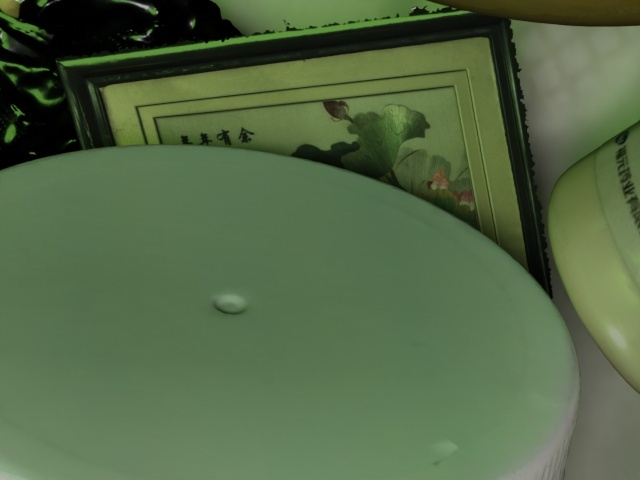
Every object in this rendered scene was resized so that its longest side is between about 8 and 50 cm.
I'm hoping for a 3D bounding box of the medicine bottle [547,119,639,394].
[{"bbox_3d":[0.209,-0.036,0.569,0.252,0.114,0.114,-33,72,27],"label":"medicine bottle"}]

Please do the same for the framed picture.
[{"bbox_3d":[0.000,0.000,0.687,0.195,0.010,0.199,-5,116,16],"label":"framed picture"}]

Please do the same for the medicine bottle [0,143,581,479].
[{"bbox_3d":[-0.047,0.123,0.611,0.252,0.252,0.241,28,126,30],"label":"medicine bottle"}]

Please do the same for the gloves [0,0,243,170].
[{"bbox_3d":[-0.127,-0.072,0.780,0.164,0.124,0.203,-50,55,6],"label":"gloves"}]

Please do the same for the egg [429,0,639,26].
[{"bbox_3d":[0.080,-0.225,0.547,0.374,0.301,0.301,35,107,21],"label":"egg"}]
